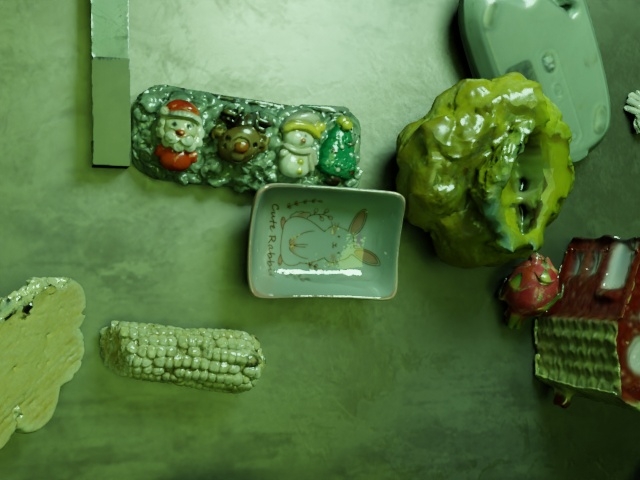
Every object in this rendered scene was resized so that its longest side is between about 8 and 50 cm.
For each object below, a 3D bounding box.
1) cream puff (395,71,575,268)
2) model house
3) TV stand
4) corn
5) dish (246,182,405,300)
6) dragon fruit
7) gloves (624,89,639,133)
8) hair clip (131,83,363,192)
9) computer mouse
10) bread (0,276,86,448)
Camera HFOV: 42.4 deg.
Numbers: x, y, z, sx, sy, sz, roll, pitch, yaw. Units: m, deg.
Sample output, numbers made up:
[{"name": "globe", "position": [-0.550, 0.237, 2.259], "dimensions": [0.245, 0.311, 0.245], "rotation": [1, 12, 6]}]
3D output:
[{"name": "cream puff", "position": [0.235, -0.090, 1.130], "dimensions": [0.282, 0.185, 0.282], "rotation": [-1, 102, -6]}, {"name": "model house", "position": [0.433, 0.138, 1.213], "dimensions": [0.160, 0.196, 0.254], "rotation": [26, 81, -19]}, {"name": "TV stand", "position": [-0.268, -0.221, 1.050], "dimensions": [0.049, 0.040, 0.256], "rotation": [-1, 89, -19]}, {"name": "corn", "position": [-0.175, 0.149, 1.053], "dimensions": [0.211, 0.087, 0.087], "rotation": [8, 86, -20]}, {"name": "dish", "position": [0.000, 0.000, 1.114], "dimensions": [0.212, 0.077, 0.151], "rotation": [2, 97, -20]}, {"name": "dragon fruit", "position": [0.309, 0.078, 1.232], "dimensions": [0.086, 0.081, 0.116], "rotation": [30, 109, -21]}, {"name": "gloves", "position": [0.520, -0.203, 1.337], "dimensions": [0.044, 0.037, 0.081], "rotation": [-26, 93, -54]}, {"name": "hair clip", "position": [-0.084, -0.127, 1.087], "dimensions": [0.321, 0.091, 0.138], "rotation": [3, 91, -18]}, {"name": "computer mouse", "position": [0.319, -0.267, 1.233], "dimensions": [0.197, 0.095, 0.331], "rotation": [-22, 106, -4]}, {"name": "bread", "position": [-0.352, 0.142, 0.931], "dimensions": [0.039, 0.251, 0.181], "rotation": [11, 103, 19]}]
